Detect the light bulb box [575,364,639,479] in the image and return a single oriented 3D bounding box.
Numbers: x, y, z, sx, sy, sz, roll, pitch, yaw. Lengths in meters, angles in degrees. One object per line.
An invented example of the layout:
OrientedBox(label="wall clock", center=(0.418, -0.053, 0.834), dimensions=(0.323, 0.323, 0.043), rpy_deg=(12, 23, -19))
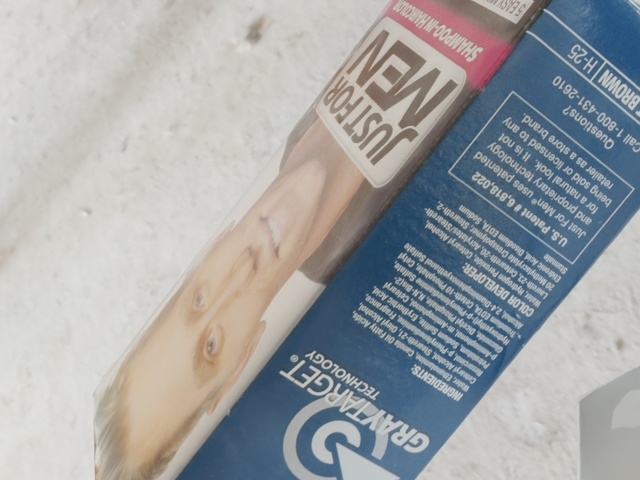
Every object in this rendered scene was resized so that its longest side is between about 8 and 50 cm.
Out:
OrientedBox(label="light bulb box", center=(0.278, 0.116, 0.290), dimensions=(0.361, 0.225, 0.358), rpy_deg=(-34, 7, 21))

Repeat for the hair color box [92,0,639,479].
OrientedBox(label="hair color box", center=(0.021, 0.015, 0.559), dimensions=(0.347, 0.105, 0.174), rpy_deg=(-53, 22, 10))

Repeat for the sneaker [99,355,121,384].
OrientedBox(label="sneaker", center=(0.000, 0.000, 0.799), dimensions=(0.384, 0.147, 0.145), rpy_deg=(-33, 16, -15))
